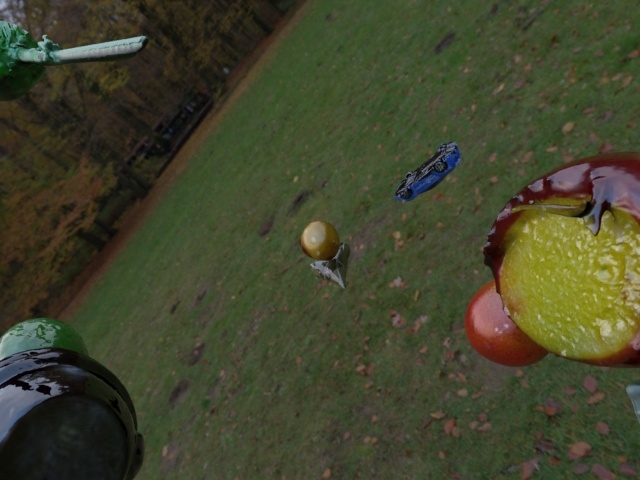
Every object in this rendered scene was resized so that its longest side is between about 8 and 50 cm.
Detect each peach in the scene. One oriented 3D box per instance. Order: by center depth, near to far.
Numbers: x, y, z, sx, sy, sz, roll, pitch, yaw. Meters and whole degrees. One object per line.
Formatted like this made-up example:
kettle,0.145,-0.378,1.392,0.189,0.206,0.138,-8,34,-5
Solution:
peach,0.482,0.024,0.775,0.310,0.335,0.406,-15,-4,-13
peach,0.000,0.000,1.504,0.138,0.138,0.138,-42,23,22

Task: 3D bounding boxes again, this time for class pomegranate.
pomegranate,0.471,0.181,1.132,0.256,0.221,0.221,-51,20,21

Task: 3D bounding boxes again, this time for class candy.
candy,-0.307,-0.215,0.547,0.323,0.097,0.097,9,56,29

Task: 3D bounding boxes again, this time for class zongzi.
zongzi,0.073,0.080,1.564,0.160,0.078,0.176,-44,35,-22

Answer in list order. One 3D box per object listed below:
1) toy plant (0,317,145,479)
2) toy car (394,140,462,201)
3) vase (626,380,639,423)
toy plant,-0.290,0.192,0.489,0.235,0.175,0.218,-8,72,48
toy car,0.279,-0.169,1.234,0.216,0.063,0.103,-42,14,41
vase,0.505,0.340,0.625,0.143,0.143,0.298,-24,67,49
